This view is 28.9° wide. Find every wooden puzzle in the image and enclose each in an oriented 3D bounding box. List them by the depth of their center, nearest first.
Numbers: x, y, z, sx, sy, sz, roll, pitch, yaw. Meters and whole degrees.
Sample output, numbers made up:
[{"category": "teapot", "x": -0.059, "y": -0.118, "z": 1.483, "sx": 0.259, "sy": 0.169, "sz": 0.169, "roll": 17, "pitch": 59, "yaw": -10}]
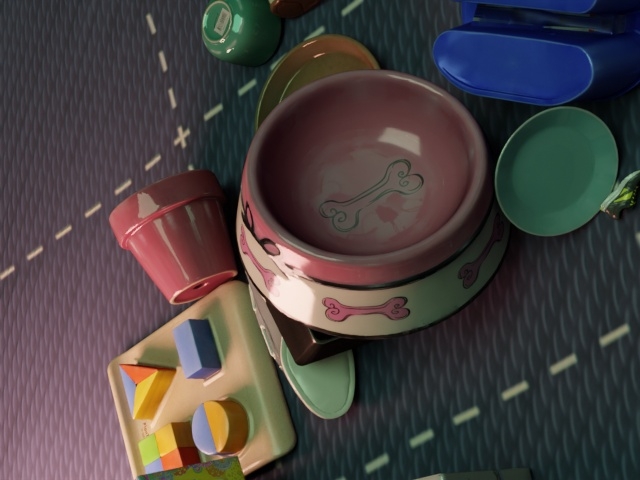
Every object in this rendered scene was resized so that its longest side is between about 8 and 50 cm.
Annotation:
[{"category": "wooden puzzle", "x": -0.228, "y": 0.278, "z": 2.142, "sx": 0.348, "sy": 0.080, "sz": 0.322, "roll": -32, "pitch": 63, "yaw": 29}]

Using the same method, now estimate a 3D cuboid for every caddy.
[{"category": "caddy", "x": 0.320, "y": -0.320, "z": 1.765, "sx": 0.341, "sy": 0.179, "sz": 0.241, "roll": 16, "pitch": 114, "yaw": 40}]

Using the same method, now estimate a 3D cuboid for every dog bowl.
[{"category": "dog bowl", "x": 0.070, "y": -0.071, "z": 1.772, "sx": 0.408, "sy": 0.150, "sz": 0.408, "roll": -3, "pitch": 57, "yaw": 5}]

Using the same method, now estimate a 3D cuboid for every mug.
[{"category": "mug", "x": -0.149, "y": -0.388, "z": 2.180, "sx": 0.129, "sy": 0.097, "sz": 0.157, "roll": -23, "pitch": 73, "yaw": 39}]

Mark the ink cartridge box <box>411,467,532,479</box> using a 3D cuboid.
[{"category": "ink cartridge box", "x": 0.181, "y": 0.414, "z": 1.700, "sx": 0.168, "sy": 0.233, "sz": 0.171, "roll": -23, "pitch": 68, "yaw": 35}]

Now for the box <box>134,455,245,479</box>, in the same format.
[{"category": "box", "x": -0.209, "y": 0.537, "z": 1.957, "sx": 0.279, "sy": 0.177, "sz": 0.290, "roll": -53, "pitch": 51, "yaw": 51}]

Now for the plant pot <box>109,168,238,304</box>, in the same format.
[{"category": "plant pot", "x": -0.236, "y": 0.003, "z": 2.137, "sx": 0.201, "sy": 0.201, "sz": 0.180, "roll": -33, "pitch": 77, "yaw": 29}]

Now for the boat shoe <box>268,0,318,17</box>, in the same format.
[{"category": "boat shoe", "x": 0.006, "y": -0.475, "z": 2.090, "sx": 0.257, "sy": 0.095, "sz": 0.095, "roll": -24, "pitch": 62, "yaw": 33}]

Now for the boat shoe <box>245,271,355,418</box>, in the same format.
[{"category": "boat shoe", "x": -0.035, "y": 0.151, "z": 2.026, "sx": 0.319, "sy": 0.116, "sz": 0.099, "roll": 64, "pitch": 162, "yaw": 19}]

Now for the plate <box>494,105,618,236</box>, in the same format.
[{"category": "plate", "x": 0.325, "y": -0.097, "z": 1.728, "sx": 0.188, "sy": 0.188, "sz": 0.024, "roll": -64, "pitch": 24, "yaw": 11}]

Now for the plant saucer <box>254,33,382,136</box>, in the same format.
[{"category": "plant saucer", "x": 0.005, "y": -0.206, "z": 2.073, "sx": 0.278, "sy": 0.041, "sz": 0.278, "roll": -8, "pitch": 77, "yaw": 38}]

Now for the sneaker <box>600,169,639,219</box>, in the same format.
[{"category": "sneaker", "x": 0.428, "y": -0.063, "z": 1.727, "sx": 0.035, "sy": 0.031, "sz": 0.083, "roll": 49, "pitch": 116, "yaw": 19}]

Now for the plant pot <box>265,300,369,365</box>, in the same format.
[{"category": "plant pot", "x": 0.012, "y": 0.090, "z": 1.908, "sx": 0.187, "sy": 0.188, "sz": 0.167, "roll": 62, "pitch": 151, "yaw": 22}]
